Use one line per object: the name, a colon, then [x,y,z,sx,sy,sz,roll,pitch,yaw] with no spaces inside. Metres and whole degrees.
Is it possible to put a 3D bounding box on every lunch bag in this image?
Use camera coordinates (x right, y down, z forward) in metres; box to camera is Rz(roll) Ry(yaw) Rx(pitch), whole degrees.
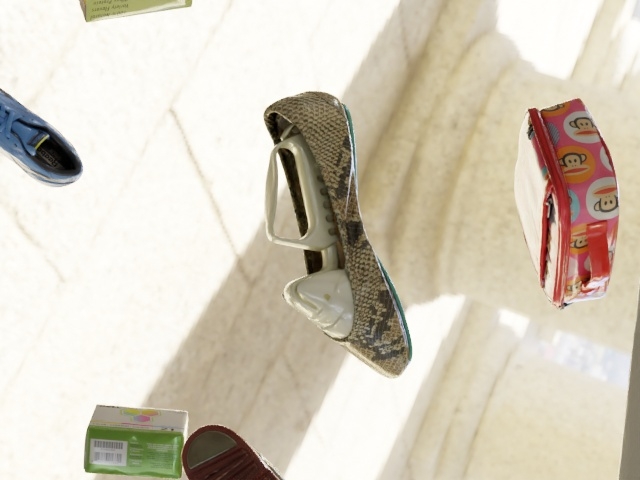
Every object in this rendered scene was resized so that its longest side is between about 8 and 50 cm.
lunch bag: [0.379,-0.039,1.817,0.293,0.120,0.258,80,-1,-51]

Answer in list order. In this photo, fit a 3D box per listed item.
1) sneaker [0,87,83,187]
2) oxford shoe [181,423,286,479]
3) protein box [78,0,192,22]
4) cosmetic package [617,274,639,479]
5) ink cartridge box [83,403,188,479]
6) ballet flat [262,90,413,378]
sneaker: [-0.360,-0.137,1.386,0.069,0.209,0.082,-58,-157,-17]
oxford shoe: [-0.055,0.398,1.683,0.123,0.348,0.130,-36,172,-1]
protein box: [-0.327,-0.508,2.086,0.199,0.136,0.201,-13,150,-19]
cosmetic package: [0.444,0.187,0.871,0.329,0.327,0.394,-18,-126,55]
ink cartridge box: [-0.360,0.375,2.403,0.255,0.188,0.097,-99,-165,-75]
ballet flat: [0.000,0.000,1.913,0.182,0.164,0.483,-11,85,-34]
